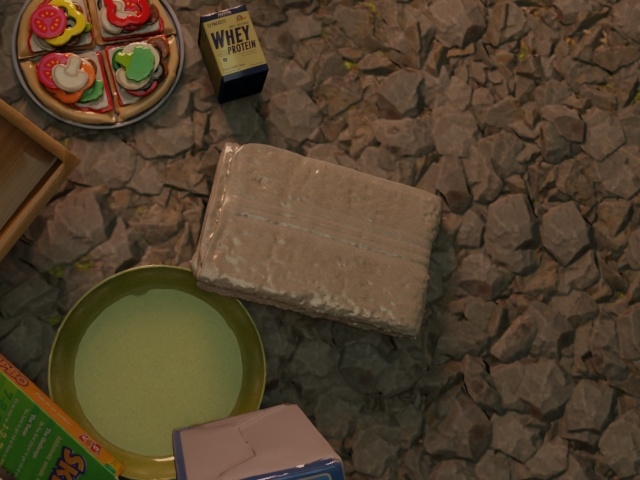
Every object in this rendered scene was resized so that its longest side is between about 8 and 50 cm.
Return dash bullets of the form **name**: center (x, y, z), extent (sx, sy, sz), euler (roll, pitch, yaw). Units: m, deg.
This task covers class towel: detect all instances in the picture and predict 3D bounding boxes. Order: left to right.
- **towel**: center (0.000, 0.000, 1.036), extent (0.282, 0.049, 0.187), euler (16, 71, -10)

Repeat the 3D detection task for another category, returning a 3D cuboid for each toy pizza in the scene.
- **toy pizza**: center (-0.263, -0.231, 1.047), extent (0.201, 0.032, 0.201), euler (1, 82, -10)

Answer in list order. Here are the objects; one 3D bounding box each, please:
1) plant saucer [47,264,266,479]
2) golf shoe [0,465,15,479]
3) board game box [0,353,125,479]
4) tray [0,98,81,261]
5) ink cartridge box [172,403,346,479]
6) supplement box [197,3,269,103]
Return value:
- **plant saucer**: center (-0.183, 0.149, 1.004), extent (0.241, 0.037, 0.241), euler (1, 81, -9)
- **golf shoe**: center (-0.409, 0.276, 0.884), extent (0.198, 0.094, 0.077), euler (-6, 104, -17)
- **board game box**: center (-0.329, 0.218, 0.948), extent (0.259, 0.039, 0.124), euler (44, 102, 1)
- **tray**: center (-0.459, 0.014, 0.906), extent (0.203, 0.076, 0.411), euler (39, 85, -23)
- **ink cartridge box**: center (-0.037, 0.386, 0.861), extent (0.151, 0.270, 0.395), euler (-12, 92, -10)
- **supplement box**: center (-0.105, -0.219, 1.046), extent (0.056, 0.083, 0.083), euler (-19, 84, -13)
